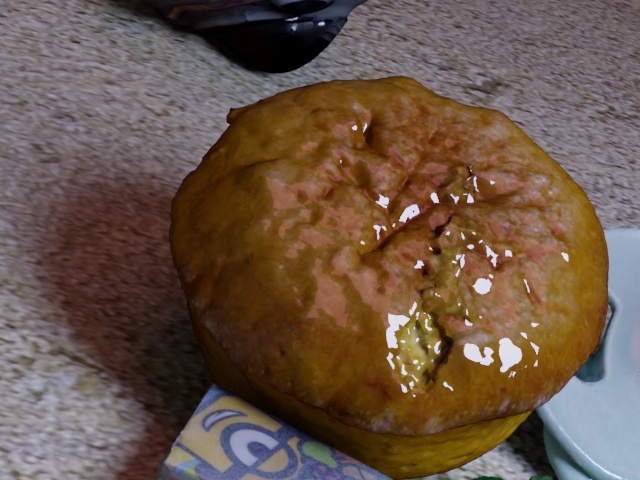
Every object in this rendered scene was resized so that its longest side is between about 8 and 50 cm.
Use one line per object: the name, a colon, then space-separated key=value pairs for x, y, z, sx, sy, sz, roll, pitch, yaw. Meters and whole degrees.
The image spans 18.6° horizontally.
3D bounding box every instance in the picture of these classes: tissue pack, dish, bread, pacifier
tissue pack: x=-0.029 y=0.167 z=1.258 sx=0.148 sy=0.060 sz=0.108 roll=28 pitch=29 yaw=2
dish: x=-0.047 y=-0.224 z=1.831 sx=0.273 sy=0.134 sz=0.273 roll=-5 pitch=3 yaw=0
bread: x=0.045 y=0.029 z=1.371 sx=0.312 sy=0.172 sz=0.312 roll=6 pitch=51 yaw=-8
pacifier: x=0.319 y=0.100 z=1.457 sx=0.343 sy=0.269 sz=0.288 roll=19 pitch=53 yaw=-6

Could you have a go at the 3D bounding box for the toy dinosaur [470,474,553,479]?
toy dinosaur: x=0.124 y=0.184 z=1.401 sx=0.119 sy=0.029 sz=0.060 roll=3 pitch=19 yaw=-26
